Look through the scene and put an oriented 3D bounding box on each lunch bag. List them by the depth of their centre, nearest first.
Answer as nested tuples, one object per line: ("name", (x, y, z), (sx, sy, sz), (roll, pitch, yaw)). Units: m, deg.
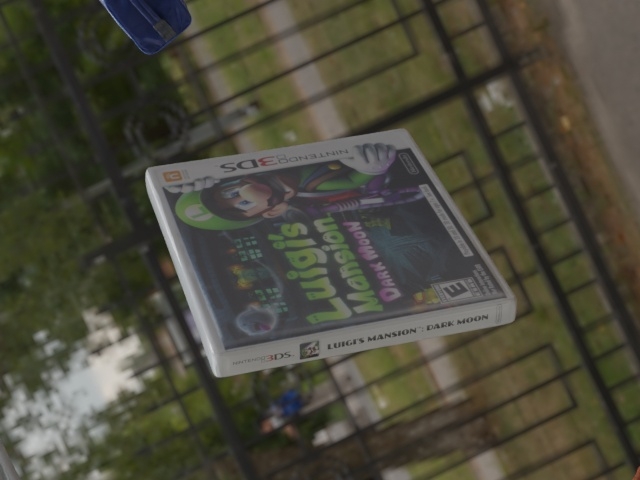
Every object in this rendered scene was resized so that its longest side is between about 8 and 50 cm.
("lunch bag", (-0.177, -0.238, 1.523), (0.098, 0.067, 0.065), (49, 179, -34))

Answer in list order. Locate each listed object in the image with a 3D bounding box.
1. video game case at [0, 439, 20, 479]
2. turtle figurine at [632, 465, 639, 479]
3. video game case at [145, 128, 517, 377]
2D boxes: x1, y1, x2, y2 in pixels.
("video game case", (-0.304, 0.208, 1.390), (0.300, 0.036, 0.329), (66, 163, -11))
("turtle figurine", (0.329, 0.093, 1.078), (0.087, 0.269, 0.217), (41, 136, 39))
("video game case", (0.000, 0.000, 0.905), (0.190, 0.173, 0.022), (-117, 21, -51))
